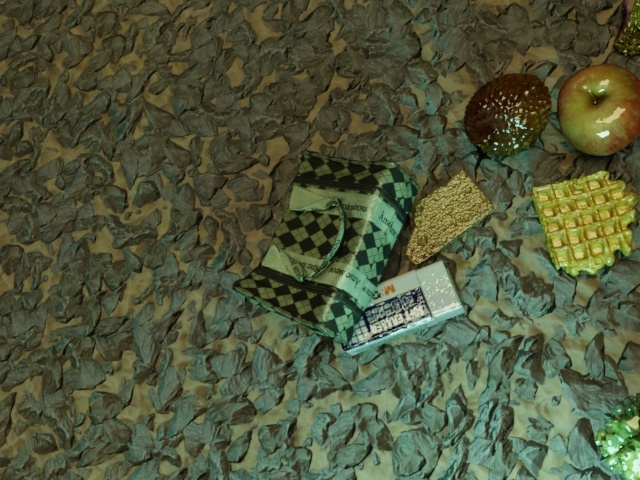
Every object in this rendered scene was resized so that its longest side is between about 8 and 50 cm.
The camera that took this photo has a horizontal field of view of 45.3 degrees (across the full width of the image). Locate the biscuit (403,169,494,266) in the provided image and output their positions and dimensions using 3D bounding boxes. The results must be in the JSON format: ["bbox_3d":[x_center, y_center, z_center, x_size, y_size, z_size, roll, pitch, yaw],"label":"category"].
[{"bbox_3d":[0.284,-0.051,1.825,0.237,0.026,0.131,-37,67,2],"label":"biscuit"}]

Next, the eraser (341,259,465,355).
[{"bbox_3d":[0.174,0.156,1.760,0.287,0.086,0.130,-23,67,7],"label":"eraser"}]

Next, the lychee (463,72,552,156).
[{"bbox_3d":[0.428,-0.284,1.769,0.200,0.200,0.238,28,61,20],"label":"lychee"}]

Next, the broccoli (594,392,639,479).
[{"bbox_3d":[0.702,0.424,1.427,0.317,0.277,0.338,-23,111,-18],"label":"broccoli"}]

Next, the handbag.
[{"bbox_3d":[0.000,0.000,1.767,0.317,0.180,0.416,15,73,35],"label":"handbag"}]

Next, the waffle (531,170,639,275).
[{"bbox_3d":[0.611,-0.041,1.722,0.219,0.057,0.229,-16,72,9],"label":"waffle"}]

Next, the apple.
[{"bbox_3d":[0.635,-0.296,1.736,0.209,0.164,0.209,-9,69,24],"label":"apple"}]

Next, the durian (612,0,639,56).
[{"bbox_3d":[0.764,-0.530,1.797,0.119,0.108,0.187,19,79,19],"label":"durian"}]
